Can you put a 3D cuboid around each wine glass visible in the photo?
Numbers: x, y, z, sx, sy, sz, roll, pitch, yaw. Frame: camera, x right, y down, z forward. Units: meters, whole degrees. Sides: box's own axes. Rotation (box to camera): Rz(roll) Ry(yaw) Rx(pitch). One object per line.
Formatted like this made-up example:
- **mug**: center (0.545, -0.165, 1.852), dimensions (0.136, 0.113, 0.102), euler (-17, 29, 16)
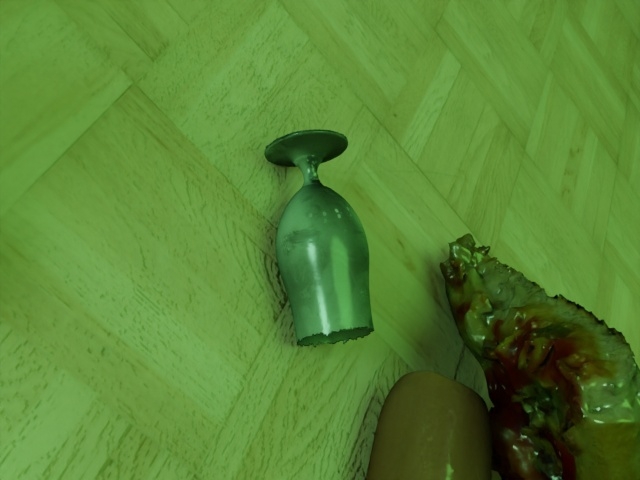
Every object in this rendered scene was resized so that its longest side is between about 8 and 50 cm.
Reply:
- **wine glass**: center (0.000, 0.000, 0.705), dimensions (0.092, 0.093, 0.202), euler (8, 68, -42)

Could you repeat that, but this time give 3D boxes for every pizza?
- **pizza**: center (0.220, 0.167, 0.790), dimensions (0.440, 0.130, 0.406), euler (69, -3, -46)

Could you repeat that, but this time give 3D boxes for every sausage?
- **sausage**: center (0.092, 0.280, 0.658), dimensions (0.121, 0.121, 0.304), euler (34, 54, -30)
